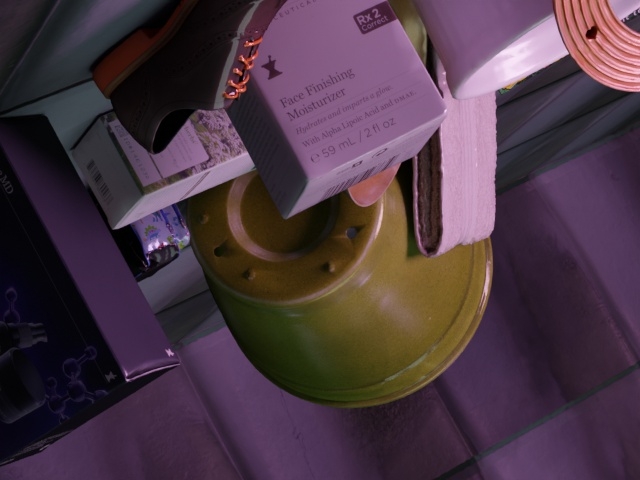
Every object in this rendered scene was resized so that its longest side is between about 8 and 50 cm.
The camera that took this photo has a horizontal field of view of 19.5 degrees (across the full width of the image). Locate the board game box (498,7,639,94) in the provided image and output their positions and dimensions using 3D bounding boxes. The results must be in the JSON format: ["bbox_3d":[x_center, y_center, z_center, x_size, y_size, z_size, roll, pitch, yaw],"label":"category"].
[{"bbox_3d":[0.282,-0.281,2.078,0.259,0.136,0.030,-30,149,2],"label":"board game box"}]

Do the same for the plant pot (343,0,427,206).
[{"bbox_3d":[0.057,-0.154,1.965,0.032,0.236,0.236,14,-171,20],"label":"plant pot"}]

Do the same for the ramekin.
[{"bbox_3d":[0.224,-0.272,1.907,0.277,0.135,0.277,-29,173,-4],"label":"ramekin"}]

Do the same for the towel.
[{"bbox_3d":[0.162,-0.130,2.194,0.049,0.282,0.187,2,-172,27],"label":"towel"}]

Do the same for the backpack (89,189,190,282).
[{"bbox_3d":[-0.208,-0.017,2.085,0.084,0.114,0.105,-25,175,-35],"label":"backpack"}]

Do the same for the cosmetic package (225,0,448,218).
[{"bbox_3d":[-0.002,-0.145,1.711,0.151,0.184,0.151,-27,173,-14],"label":"cosmetic package"}]

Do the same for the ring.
[{"bbox_3d":[0.347,-0.298,1.762,0.336,0.032,0.337,-19,129,-26],"label":"ring"}]

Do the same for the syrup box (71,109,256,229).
[{"bbox_3d":[-0.120,-0.106,1.881,0.237,0.093,0.096,-25,172,-32],"label":"syrup box"}]

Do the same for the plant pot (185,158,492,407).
[{"bbox_3d":[0.000,0.000,2.264,0.366,0.366,0.353,-30,162,7],"label":"plant pot"}]

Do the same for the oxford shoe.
[{"bbox_3d":[-0.077,-0.170,1.580,0.271,0.098,0.097,-35,171,37],"label":"oxford shoe"}]

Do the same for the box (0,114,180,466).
[{"bbox_3d":[-0.274,0.046,1.668,0.184,0.261,0.103,-33,172,22],"label":"box"}]
